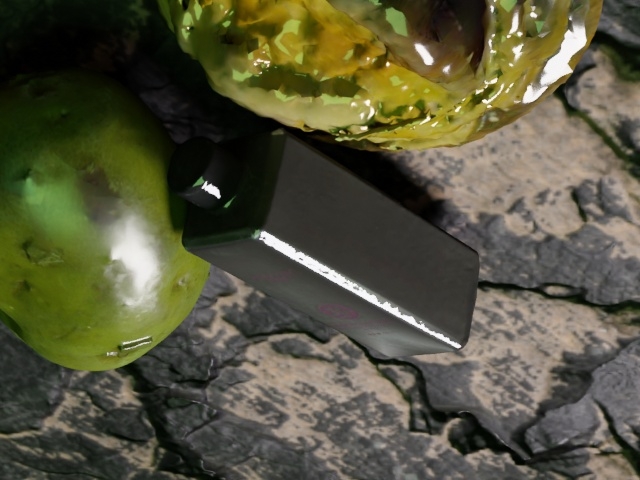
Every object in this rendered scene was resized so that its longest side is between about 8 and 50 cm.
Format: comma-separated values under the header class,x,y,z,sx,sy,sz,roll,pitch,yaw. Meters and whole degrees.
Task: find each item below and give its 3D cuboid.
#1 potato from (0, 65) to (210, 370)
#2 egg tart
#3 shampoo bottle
class,x,y,z,sx,sy,sz,roll,pitch,yaw
potato,-0.165,-0.015,1.219,0.186,0.148,0.253,21,143,11
egg tart,0.017,-0.150,1.083,0.297,0.132,0.297,9,134,9
shampoo bottle,0.000,0.000,1.197,0.080,0.079,0.246,-10,150,43
